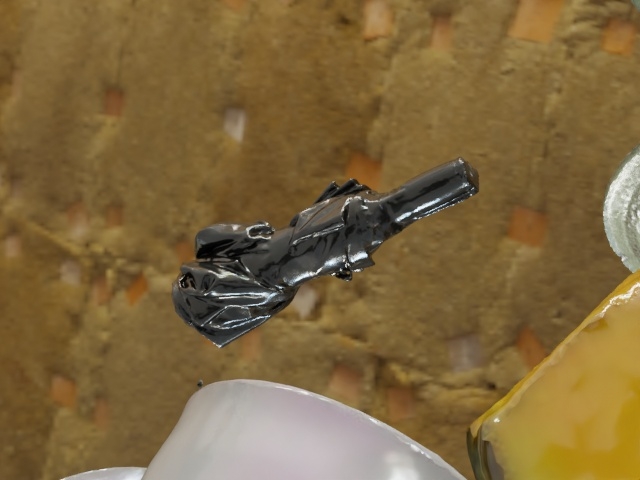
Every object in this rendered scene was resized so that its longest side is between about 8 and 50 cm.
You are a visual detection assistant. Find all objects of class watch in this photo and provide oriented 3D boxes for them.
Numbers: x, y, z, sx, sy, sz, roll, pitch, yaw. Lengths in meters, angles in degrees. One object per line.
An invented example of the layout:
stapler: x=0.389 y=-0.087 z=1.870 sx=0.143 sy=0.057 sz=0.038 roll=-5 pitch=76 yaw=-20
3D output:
watch: x=-0.038 y=0.180 z=0.731 sx=0.196 sy=0.244 sz=0.231 roll=-59 pitch=-176 yaw=-29

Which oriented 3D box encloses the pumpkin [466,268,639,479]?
pumpkin: x=0.203 y=0.087 z=0.419 sx=0.303 sy=0.225 sz=0.256 roll=-33 pitch=-115 yaw=5

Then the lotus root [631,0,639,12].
lotus root: x=0.252 y=-0.312 z=1.200 sx=0.235 sy=0.119 sz=0.138 roll=58 pitch=-21 yaw=18

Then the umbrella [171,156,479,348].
umbrella: x=0.000 y=0.000 z=1.404 sx=0.340 sy=0.118 sz=0.118 roll=-24 pitch=-109 yaw=28

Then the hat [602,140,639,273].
hat: x=0.297 y=0.024 z=0.873 sx=0.252 sy=0.252 sz=0.110 roll=-28 pitch=-137 yaw=41
